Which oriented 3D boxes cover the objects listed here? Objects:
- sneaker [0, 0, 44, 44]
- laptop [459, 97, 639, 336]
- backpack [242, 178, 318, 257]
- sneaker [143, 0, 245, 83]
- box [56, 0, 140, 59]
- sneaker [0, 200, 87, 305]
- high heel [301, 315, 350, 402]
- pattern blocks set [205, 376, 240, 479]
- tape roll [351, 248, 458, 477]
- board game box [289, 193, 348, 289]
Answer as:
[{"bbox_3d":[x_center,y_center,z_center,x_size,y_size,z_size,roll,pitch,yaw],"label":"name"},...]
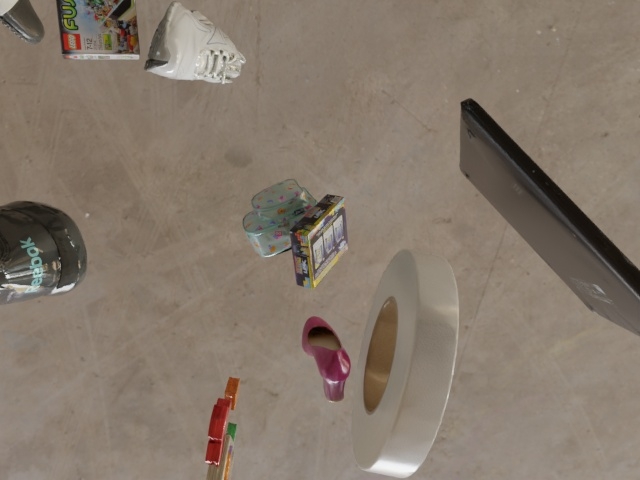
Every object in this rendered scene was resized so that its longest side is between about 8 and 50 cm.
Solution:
[{"bbox_3d":[-0.565,-0.510,1.029,0.146,0.122,0.330,-29,132,-4],"label":"sneaker"},{"bbox_3d":[0.360,-0.025,0.581,0.236,0.382,0.408,-42,81,9],"label":"laptop"},{"bbox_3d":[-0.095,-0.051,1.407,0.188,0.166,0.144,-33,118,-1],"label":"backpack"},{"bbox_3d":[-0.194,-0.313,0.966,0.129,0.297,0.111,29,113,-7],"label":"sneaker"},{"bbox_3d":[-0.341,-0.382,0.888,0.114,0.036,0.207,-6,97,-18],"label":"box"},{"bbox_3d":[-0.324,0.004,0.488,0.267,0.106,0.101,2,107,27],"label":"sneaker"},{"bbox_3d":[0.007,0.193,1.154,0.082,0.244,0.117,-2,118,-5],"label":"high heel"},{"bbox_3d":[-0.142,0.338,0.817,0.026,0.325,0.285,9,82,-3],"label":"pattern blocks set"},{"bbox_3d":[0.136,0.206,1.030,0.072,0.392,0.392,13,123,-5],"label":"tape roll"},{"bbox_3d":[0.000,0.000,1.282,0.048,0.170,0.141,13,127,26],"label":"board game box"}]
